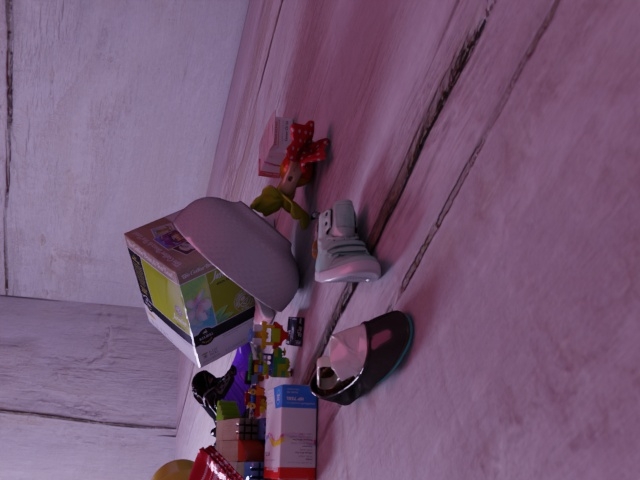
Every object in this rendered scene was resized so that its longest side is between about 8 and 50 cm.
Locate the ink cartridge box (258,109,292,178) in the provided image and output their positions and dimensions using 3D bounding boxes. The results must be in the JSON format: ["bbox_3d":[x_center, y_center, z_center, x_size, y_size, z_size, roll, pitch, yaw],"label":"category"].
[{"bbox_3d":[-0.124,-0.270,1.962,0.198,0.067,0.115,129,145,-64],"label":"ink cartridge box"}]

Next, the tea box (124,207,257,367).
[{"bbox_3d":[-0.367,0.125,1.998,0.329,0.220,0.323,28,136,46],"label":"tea box"}]

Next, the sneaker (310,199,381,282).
[{"bbox_3d":[0.038,-0.001,1.217,0.256,0.094,0.151,172,99,-76],"label":"sneaker"}]

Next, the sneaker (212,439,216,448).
[{"bbox_3d":[-0.270,0.570,1.885,0.065,0.076,0.166,21,118,50],"label":"sneaker"}]

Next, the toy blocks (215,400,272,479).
[{"bbox_3d":[-0.151,0.547,1.559,0.261,0.191,0.381,-29,55,56],"label":"toy blocks"}]

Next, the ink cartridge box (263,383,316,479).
[{"bbox_3d":[-0.063,0.419,1.425,0.134,0.078,0.231,135,139,-65],"label":"ink cartridge box"}]

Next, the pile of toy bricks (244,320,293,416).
[{"bbox_3d":[-0.113,0.293,1.601,0.118,0.105,0.212,158,116,-75],"label":"pile of toy bricks"}]

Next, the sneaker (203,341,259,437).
[{"bbox_3d":[-0.257,0.424,1.970,0.102,0.146,0.293,144,130,-69],"label":"sneaker"}]

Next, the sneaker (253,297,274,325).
[{"bbox_3d":[-0.165,0.191,1.924,0.134,0.051,0.070,-109,35,-49],"label":"sneaker"}]

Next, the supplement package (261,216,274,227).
[{"bbox_3d":[-0.205,0.021,2.044,0.179,0.105,0.105,116,155,-46],"label":"supplement package"}]

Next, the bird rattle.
[{"bbox_3d":[-0.065,-0.167,1.622,0.207,0.143,0.253,-79,5,-70],"label":"bird rattle"}]

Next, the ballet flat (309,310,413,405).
[{"bbox_3d":[0.050,0.195,1.098,0.280,0.096,0.095,118,154,-51],"label":"ballet flat"}]

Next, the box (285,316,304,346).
[{"bbox_3d":[-0.059,0.211,1.610,0.083,0.018,0.067,164,112,-72],"label":"box"}]

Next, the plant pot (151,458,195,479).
[{"bbox_3d":[-0.357,0.701,1.827,0.239,0.254,0.254,-154,72,-71],"label":"plant pot"}]

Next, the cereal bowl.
[{"bbox_3d":[-0.174,0.009,1.632,0.141,0.339,0.339,-50,19,0],"label":"cereal bowl"}]

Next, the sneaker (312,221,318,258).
[{"bbox_3d":[0.000,0.000,1.490,0.037,0.032,0.083,114,166,-83],"label":"sneaker"}]

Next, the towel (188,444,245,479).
[{"bbox_3d":[-0.193,0.590,1.465,0.275,0.031,0.198,34,111,32],"label":"towel"}]

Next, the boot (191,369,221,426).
[{"bbox_3d":[-0.327,0.463,2.139,0.246,0.094,0.207,-116,5,-53],"label":"boot"}]
